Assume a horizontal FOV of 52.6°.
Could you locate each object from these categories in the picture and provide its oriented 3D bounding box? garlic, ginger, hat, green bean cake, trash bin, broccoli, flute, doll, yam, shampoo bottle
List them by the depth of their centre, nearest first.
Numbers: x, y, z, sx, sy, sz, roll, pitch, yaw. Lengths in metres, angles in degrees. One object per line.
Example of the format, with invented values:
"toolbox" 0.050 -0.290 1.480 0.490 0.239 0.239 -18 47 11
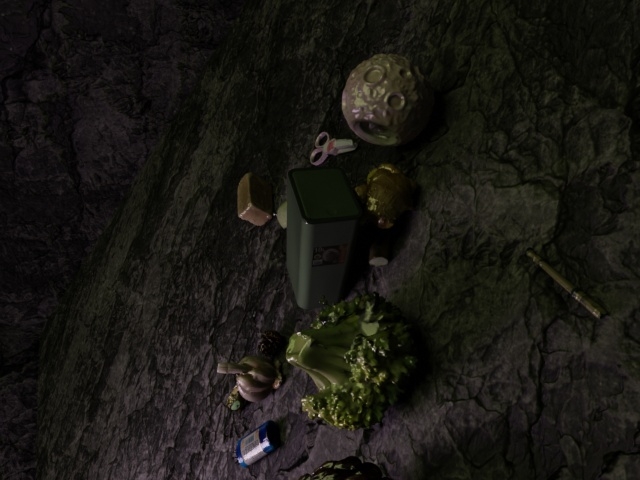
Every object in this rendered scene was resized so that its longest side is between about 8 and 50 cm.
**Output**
"flute" 0.488 0.084 1.301 0.027 0.027 0.233 -55 36 15
"broccoli" 0.050 0.275 1.546 0.348 0.280 0.293 -54 36 16
"ginger" 0.167 -0.113 1.724 0.216 0.157 0.102 -45 -3 -27
"trash bin" 0.000 0.000 1.772 0.223 0.158 0.344 -110 18 -45
"yam" 0.167 -0.048 1.786 0.061 0.061 0.253 -25 50 44
"shampoo bottle" -0.192 0.597 1.879 0.183 0.050 0.087 -41 44 31
"garlic" -0.218 0.405 1.920 0.127 0.194 0.131 -47 42 40
"hat" -0.253 0.494 2.021 0.077 0.059 0.076 -63 18 -5
"doll" -0.035 -0.094 2.025 0.234 0.135 0.144 -26 52 38
"green bean cake" -0.237 -0.149 2.348 0.085 0.109 0.179 -41 41 33

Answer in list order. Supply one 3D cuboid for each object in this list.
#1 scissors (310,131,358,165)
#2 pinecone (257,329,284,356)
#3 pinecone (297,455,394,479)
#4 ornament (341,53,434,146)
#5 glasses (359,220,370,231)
"scissors" 0.044 -0.307 2.135 0.242 0.030 0.118 8 78 57
"pinecone" -0.152 0.315 1.981 0.077 0.077 0.083 12 85 55
"pinecone" 0.066 0.607 1.360 0.298 0.242 0.296 -59 26 12
"ornament" 0.188 -0.393 1.794 0.259 0.259 0.225 3 67 54
"glasses" 0.082 -0.066 1.875 0.104 0.062 0.140 49 115 21
